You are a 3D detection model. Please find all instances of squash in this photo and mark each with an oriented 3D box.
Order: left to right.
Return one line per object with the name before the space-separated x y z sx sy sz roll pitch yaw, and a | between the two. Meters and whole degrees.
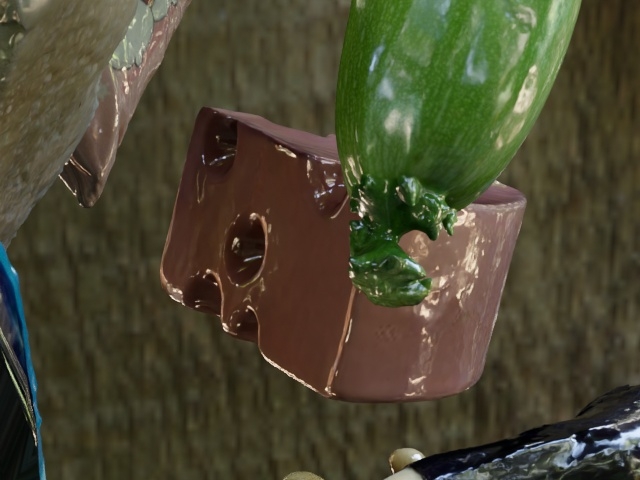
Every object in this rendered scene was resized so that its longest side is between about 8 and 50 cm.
squash | 0.075 -0.151 0.819 0.101 0.379 0.101 15 -18 5

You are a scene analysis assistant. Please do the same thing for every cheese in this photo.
cheese | 0.017 0.008 1.007 0.203 0.128 0.177 15 8 -5

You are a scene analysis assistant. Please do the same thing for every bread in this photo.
bread | -0.175 -0.077 0.933 0.102 0.337 0.183 32 42 1

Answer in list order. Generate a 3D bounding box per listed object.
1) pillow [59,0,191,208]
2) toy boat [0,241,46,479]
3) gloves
pillow | -0.149 -0.175 1.115 0.084 0.223 0.236 1 50 32
toy boat | -0.130 0.120 0.542 0.134 0.299 0.092 2 22 4
gloves | 0.088 0.153 0.920 0.301 0.152 0.197 -3 -29 -1
